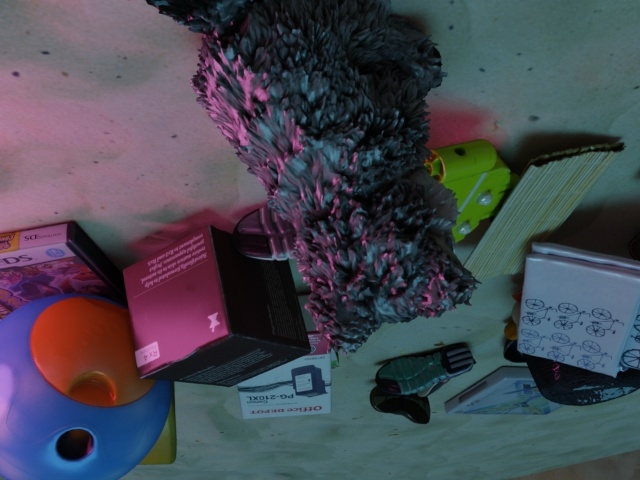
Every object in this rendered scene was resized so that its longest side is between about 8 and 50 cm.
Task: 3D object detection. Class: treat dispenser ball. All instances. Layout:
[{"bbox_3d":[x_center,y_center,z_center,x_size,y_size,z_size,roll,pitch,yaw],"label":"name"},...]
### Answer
[{"bbox_3d":[-0.364,0.222,1.058,0.288,0.288,0.288,-5,151,-3],"label":"treat dispenser ball"}]

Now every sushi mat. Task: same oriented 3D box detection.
[{"bbox_3d":[0.301,-0.028,1.036,0.151,0.019,0.317,-11,151,-18],"label":"sushi mat"}]

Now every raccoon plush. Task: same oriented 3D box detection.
[{"bbox_3d":[-0.045,-0.077,0.646,0.446,0.299,0.216,16,144,-34],"label":"raccoon plush"}]

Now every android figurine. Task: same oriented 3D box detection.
[{"bbox_3d":[0.140,-0.037,0.928,0.272,0.056,0.248,-13,148,-31],"label":"android figurine"}]

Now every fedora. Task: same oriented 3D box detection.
[{"bbox_3d":[0.564,0.258,1.527,0.333,0.153,0.334,-5,152,-3],"label":"fedora"}]

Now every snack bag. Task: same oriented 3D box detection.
[{"bbox_3d":[0.490,0.134,1.143,0.342,0.037,0.323,12,147,18],"label":"snack bag"}]

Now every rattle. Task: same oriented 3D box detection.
[{"bbox_3d":[0.379,0.123,1.374,0.199,0.143,0.130,38,98,-32],"label":"rattle"}]

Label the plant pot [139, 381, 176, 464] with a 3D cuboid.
[{"bbox_3d":[-0.365,0.275,1.336,0.212,0.212,0.187,4,137,-18],"label":"plant pot"}]

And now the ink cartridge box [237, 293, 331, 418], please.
[{"bbox_3d":[-0.067,0.212,1.300,0.171,0.100,0.237,-3,133,-1],"label":"ink cartridge box"}]

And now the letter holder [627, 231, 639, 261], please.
[{"bbox_3d":[0.665,-0.003,1.108,0.152,0.214,0.302,-26,169,-36],"label":"letter holder"}]

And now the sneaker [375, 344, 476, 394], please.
[{"bbox_3d":[0.238,0.298,1.610,0.223,0.083,0.098,-16,154,16],"label":"sneaker"}]

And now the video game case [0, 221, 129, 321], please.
[{"bbox_3d":[-0.435,0.069,1.105,0.248,0.035,0.275,-9,151,5],"label":"video game case"}]

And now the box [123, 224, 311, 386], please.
[{"bbox_3d":[-0.147,0.104,1.054,0.168,0.167,0.203,-25,154,23],"label":"box"}]

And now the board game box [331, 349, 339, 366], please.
[{"bbox_3d":[-0.035,0.210,1.444,0.124,0.039,0.259,-8,153,4],"label":"board game box"}]

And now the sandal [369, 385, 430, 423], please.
[{"bbox_3d":[0.192,0.402,1.786,0.219,0.090,0.060,17,160,-38],"label":"sandal"}]

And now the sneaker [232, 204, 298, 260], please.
[{"bbox_3d":[0.000,0.000,1.020,0.228,0.086,0.132,-12,153,8],"label":"sneaker"}]

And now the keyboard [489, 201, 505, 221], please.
[{"bbox_3d":[0.301,-0.053,1.049,0.108,0.023,0.180,-12,151,-3],"label":"keyboard"}]

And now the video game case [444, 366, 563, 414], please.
[{"bbox_3d":[0.540,0.401,1.899,0.328,0.036,0.300,5,149,-20],"label":"video game case"}]

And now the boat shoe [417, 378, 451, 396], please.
[{"bbox_3d":[0.272,0.336,1.719,0.043,0.049,0.137,4,145,-22],"label":"boat shoe"}]
